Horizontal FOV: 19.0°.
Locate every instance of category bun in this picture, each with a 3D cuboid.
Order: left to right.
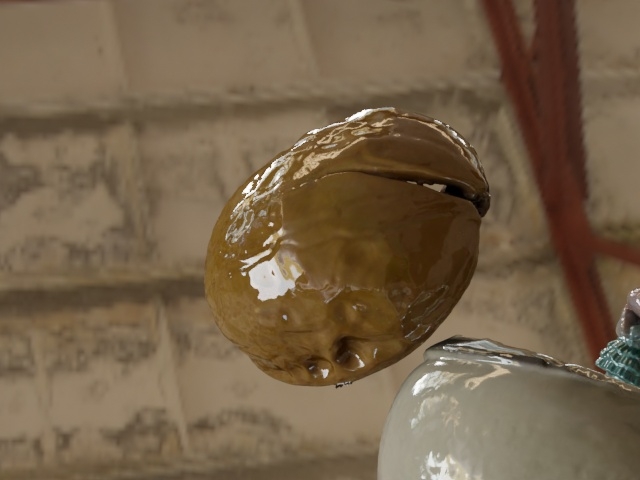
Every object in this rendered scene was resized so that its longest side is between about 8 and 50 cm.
[{"bbox_3d":[0.102,0.116,0.777,0.173,0.173,0.120,19,-98,9],"label":"bun"}]

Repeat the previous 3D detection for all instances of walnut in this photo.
[{"bbox_3d":[-0.003,0.000,1.160,0.087,0.211,0.167,23,-132,-44],"label":"walnut"}]

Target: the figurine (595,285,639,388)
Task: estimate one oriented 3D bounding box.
[{"bbox_3d":[0.190,0.054,1.103,0.047,0.060,0.106,35,-89,10],"label":"figurine"}]
